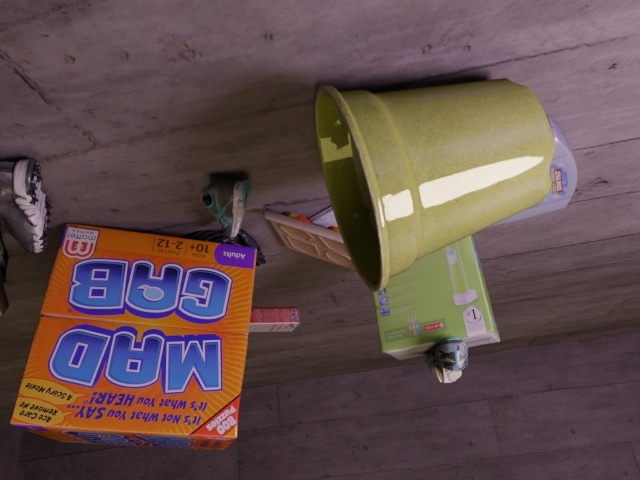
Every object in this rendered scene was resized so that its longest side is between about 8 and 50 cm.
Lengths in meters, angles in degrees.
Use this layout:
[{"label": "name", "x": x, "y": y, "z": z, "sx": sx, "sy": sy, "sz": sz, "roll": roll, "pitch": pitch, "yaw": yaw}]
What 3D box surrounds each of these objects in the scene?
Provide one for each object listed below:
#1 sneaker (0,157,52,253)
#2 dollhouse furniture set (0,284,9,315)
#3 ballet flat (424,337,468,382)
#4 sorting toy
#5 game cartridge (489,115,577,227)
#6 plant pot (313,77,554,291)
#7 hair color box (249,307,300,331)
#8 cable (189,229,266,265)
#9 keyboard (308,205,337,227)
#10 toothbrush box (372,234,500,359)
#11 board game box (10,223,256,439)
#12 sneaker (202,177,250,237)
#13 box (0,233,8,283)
[{"label": "sneaker", "x": -0.488, "y": -0.054, "z": 0.814, "sx": 0.106, "sy": 0.078, "sz": 0.234, "roll": 5, "pitch": 150, "yaw": -18}, {"label": "dollhouse furniture set", "x": -0.792, "y": 0.130, "z": 1.026, "sx": 0.212, "sy": 0.242, "sz": 0.161, "roll": -3, "pitch": 117, "yaw": -7}, {"label": "ballet flat", "x": 0.230, "y": 0.229, "z": 0.950, "sx": 0.070, "sy": 0.070, "sz": 0.188, "roll": -9, "pitch": 157, "yaw": 4}, {"label": "sorting toy", "x": 0.000, "y": 0.000, "z": 1.033, "sx": 0.193, "sy": 0.038, "sz": 0.208, "roll": 18, "pitch": 166, "yaw": 19}, {"label": "game cartridge", "x": 0.356, "y": -0.108, "z": 0.943, "sx": 0.198, "sy": 0.062, "sz": 0.297, "roll": -13, "pitch": 156, "yaw": 23}, {"label": "plant pot", "x": 0.151, "y": -0.100, "z": 0.697, "sx": 0.254, "sy": 0.276, "sz": 0.276, "roll": -17, "pitch": 157, "yaw": -7}, {"label": "hair color box", "x": -0.156, "y": 0.245, "z": 1.599, "sx": 0.167, "sy": 0.053, "sz": 0.093, "roll": 4, "pitch": 153, "yaw": -20}, {"label": "cable", "x": -0.200, "y": 0.030, "z": 1.109, "sx": 0.150, "sy": 0.047, "sz": 0.184, "roll": -13, "pitch": 156, "yaw": 14}, {"label": "keyboard", "x": 0.089, "y": -0.079, "z": 0.990, "sx": 0.256, "sy": 0.014, "sz": 0.072, "roll": -27, "pitch": 154, "yaw": 38}, {"label": "toothbrush box", "x": 0.212, "y": 0.073, "z": 1.024, "sx": 0.206, "sy": 0.283, "sz": 0.122, "roll": -17, "pitch": 156, "yaw": 19}, {"label": "board game box", "x": -0.341, "y": 0.220, "z": 1.059, "sx": 0.356, "sy": 0.356, "sz": 0.356, "roll": 8, "pitch": 154, "yaw": -10}, {"label": "sneaker", "x": -0.170, "y": -0.062, "z": 0.913, "sx": 0.076, "sy": 0.065, "sz": 0.166, "roll": 15, "pitch": 149, "yaw": -7}, {"label": "box", "x": -0.683, "y": 0.002, "z": 0.900, "sx": 0.216, "sy": 0.060, "sz": 0.270, "roll": 3, "pitch": 154, "yaw": -23}]
